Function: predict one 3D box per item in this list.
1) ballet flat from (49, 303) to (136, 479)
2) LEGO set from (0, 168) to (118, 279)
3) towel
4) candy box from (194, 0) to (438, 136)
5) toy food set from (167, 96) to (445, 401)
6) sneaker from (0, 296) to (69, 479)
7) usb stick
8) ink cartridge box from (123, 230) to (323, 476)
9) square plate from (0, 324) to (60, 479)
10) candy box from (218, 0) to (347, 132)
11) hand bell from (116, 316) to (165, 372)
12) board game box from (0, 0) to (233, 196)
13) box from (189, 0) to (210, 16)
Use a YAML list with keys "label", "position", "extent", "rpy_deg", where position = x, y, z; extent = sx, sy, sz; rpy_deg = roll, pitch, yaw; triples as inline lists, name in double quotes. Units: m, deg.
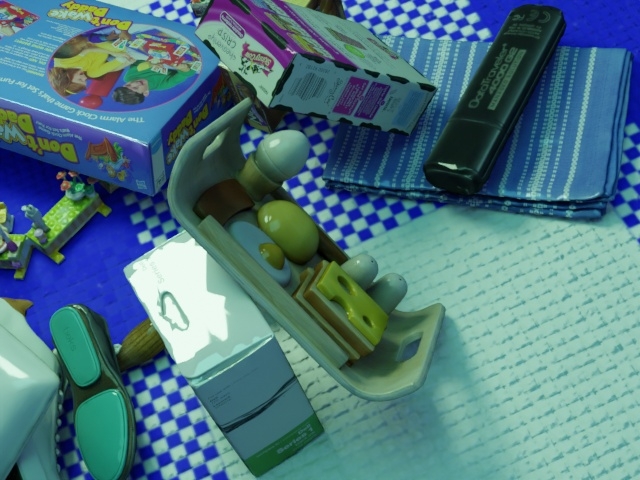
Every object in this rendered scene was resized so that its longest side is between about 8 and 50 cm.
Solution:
- label: "ballet flat"
  position: [-0.228, 0.161, 1.237]
  extent: [0.074, 0.074, 0.203]
  rpy_deg: [-21, 72, -1]
- label: "LEGO set"
  position: [-0.356, -0.041, 1.382]
  extent: [0.287, 0.107, 0.132]
  rpy_deg: [-18, 55, 1]
- label: "towel"
  position: [0.186, -0.145, 1.372]
  extent: [0.336, 0.040, 0.243]
  rpy_deg: [7, 58, 17]
- label: "candy box"
  position: [-0.003, -0.198, 1.309]
  extent: [0.159, 0.233, 0.071]
  rpy_deg: [47, 118, 36]
- label: "toy food set"
  position: [0.000, 0.000, 1.140]
  extent: [0.306, 0.220, 0.092]
  rpy_deg: [45, 110, -5]
- label: "sneaker"
  position: [-0.298, 0.181, 1.230]
  extent: [0.123, 0.106, 0.290]
  rpy_deg: [-9, 65, -37]
- label: "usb stick"
  position: [0.202, -0.165, 1.339]
  extent: [0.077, 0.045, 0.278]
  rpy_deg: [13, 58, 31]
- label: "ink cartridge box"
  position: [-0.091, 0.111, 1.155]
  extent: [0.092, 0.219, 0.160]
  rpy_deg: [-31, 57, -8]
- label: "square plate"
  position: [-0.465, 0.195, 1.205]
  extent: [0.344, 0.049, 0.347]
  rpy_deg: [34, 95, 30]
- label: "candy box"
  position: [-0.041, -0.237, 1.440]
  extent: [0.053, 0.109, 0.187]
  rpy_deg: [25, 66, 27]
- label: "hand bell"
  position: [-0.134, 0.061, 1.285]
  extent: [0.242, 0.126, 0.126]
  rpy_deg: [-38, 57, 1]
- label: "board game box"
  position: [-0.299, -0.198, 1.435]
  extent: [0.347, 0.078, 0.233]
  rpy_deg: [18, 46, 17]
- label: "box"
  position: [-0.100, -0.344, 1.573]
  extent: [0.137, 0.027, 0.094]
  rpy_deg: [0, 58, 13]
